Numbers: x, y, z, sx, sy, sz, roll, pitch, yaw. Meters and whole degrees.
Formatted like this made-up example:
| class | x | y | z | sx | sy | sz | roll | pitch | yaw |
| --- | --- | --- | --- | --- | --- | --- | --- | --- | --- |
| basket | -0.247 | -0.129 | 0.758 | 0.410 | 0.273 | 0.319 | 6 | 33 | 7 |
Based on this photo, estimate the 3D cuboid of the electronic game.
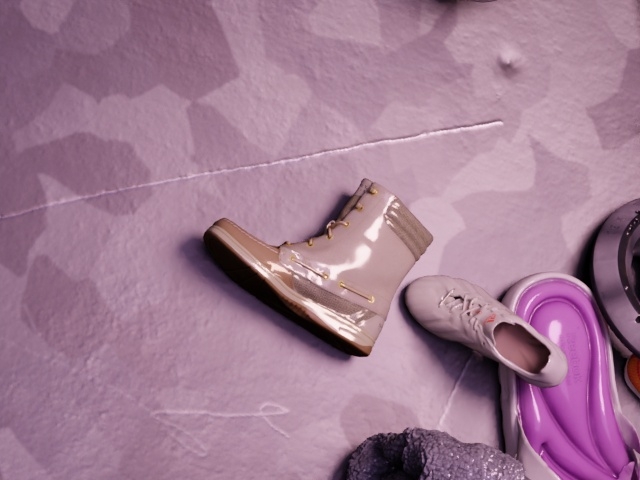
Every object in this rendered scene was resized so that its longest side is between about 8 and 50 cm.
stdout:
| class | x | y | z | sx | sy | sz | roll | pitch | yaw |
| --- | --- | --- | --- | --- | --- | --- | --- | --- | --- |
| electronic game | 0.402 | 0.051 | 1.573 | 0.229 | 0.048 | 0.229 | 8 | 60 | -13 |

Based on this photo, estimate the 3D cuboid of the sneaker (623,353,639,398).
| class | x | y | z | sx | sy | sz | roll | pitch | yaw |
| --- | --- | --- | --- | --- | --- | --- | --- | --- | --- |
| sneaker | 0.405 | 0.187 | 1.562 | 0.175 | 0.067 | 0.064 | 40 | 71 | -6 |

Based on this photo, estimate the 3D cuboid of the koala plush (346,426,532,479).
| class | x | y | z | sx | sy | sz | roll | pitch | yaw |
| --- | --- | --- | --- | --- | --- | --- | --- | --- | --- |
| koala plush | 0.106 | 0.312 | 1.380 | 0.196 | 0.203 | 0.221 | 27 | 68 | -7 |

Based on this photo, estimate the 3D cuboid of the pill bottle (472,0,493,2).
| class | x | y | z | sx | sy | sz | roll | pitch | yaw |
| --- | --- | --- | --- | --- | --- | --- | --- | --- | --- |
| pill bottle | 0.298 | -0.438 | 1.566 | 0.407 | 0.229 | 0.229 | -28 | 88 | -17 |

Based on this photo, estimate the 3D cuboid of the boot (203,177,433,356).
| class | x | y | z | sx | sy | sz | roll | pitch | yaw |
| --- | --- | --- | --- | --- | --- | --- | --- | --- | --- |
| boot | 0.000 | 0.000 | 1.488 | 0.213 | 0.077 | 0.165 | 35 | 74 | -11 |

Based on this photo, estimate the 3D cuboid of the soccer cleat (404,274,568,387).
| class | x | y | z | sx | sy | sz | roll | pitch | yaw |
| --- | --- | --- | --- | --- | --- | --- | --- | --- | --- |
| soccer cleat | 0.169 | 0.087 | 1.481 | 0.196 | 0.076 | 0.068 | 30 | 85 | 24 |

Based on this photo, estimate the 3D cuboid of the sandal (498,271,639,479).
| class | x | y | z | sx | sy | sz | roll | pitch | yaw |
| --- | --- | --- | --- | --- | --- | --- | --- | --- | --- |
| sandal | 0.278 | 0.235 | 1.501 | 0.169 | 0.102 | 0.416 | -15 | 83 | -16 |
